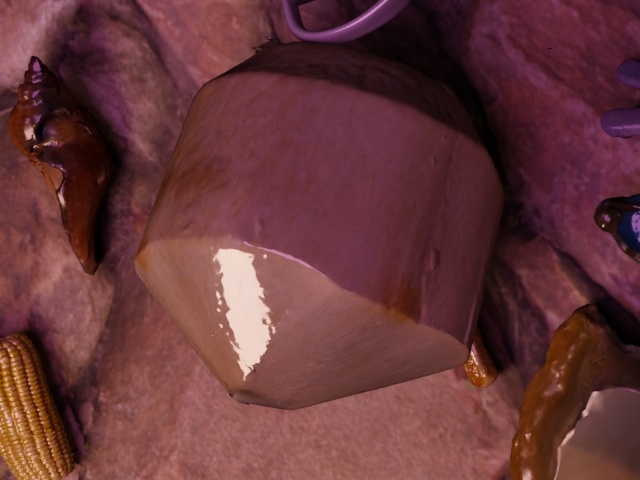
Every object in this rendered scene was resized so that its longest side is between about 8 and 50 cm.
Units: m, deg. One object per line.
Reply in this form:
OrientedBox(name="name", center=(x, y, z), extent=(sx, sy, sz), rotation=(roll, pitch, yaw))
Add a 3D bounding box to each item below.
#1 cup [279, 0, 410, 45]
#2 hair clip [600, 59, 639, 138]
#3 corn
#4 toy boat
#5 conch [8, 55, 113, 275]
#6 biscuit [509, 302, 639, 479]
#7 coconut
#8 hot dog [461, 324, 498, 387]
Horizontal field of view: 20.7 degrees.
OrientedBox(name="cup", center=(0.017, -0.266, 1.460), extent=(0.142, 0.173, 0.134), rotation=(-12, 129, 27))
OrientedBox(name="hair clip", center=(0.366, -0.105, 1.395), extent=(0.278, 0.090, 0.137), rotation=(15, 76, 17))
OrientedBox(name="corn", center=(-0.312, 0.179, 1.829), extent=(0.085, 0.063, 0.165), rotation=(-21, 100, 5))
OrientedBox(name="toy boat", center=(0.315, 0.017, 1.461), extent=(0.185, 0.077, 0.075), rotation=(37, 117, 12))
OrientedBox(name="conch", center=(-0.242, -0.074, 1.704), extent=(0.080, 0.086, 0.233), rotation=(-29, 110, -9))
OrientedBox(name="biscuit", center=(0.318, 0.226, 1.531), extent=(0.335, 0.078, 0.329), rotation=(9, 115, 26))
OrientedBox(name="coconut", center=(0.000, 0.000, 1.470), extent=(0.323, 0.323, 0.323), rotation=(8, 110, 23))
OrientedBox(name="hot dog", center=(0.123, 0.072, 1.602), extent=(0.137, 0.028, 0.044), rotation=(59, 146, 1))
